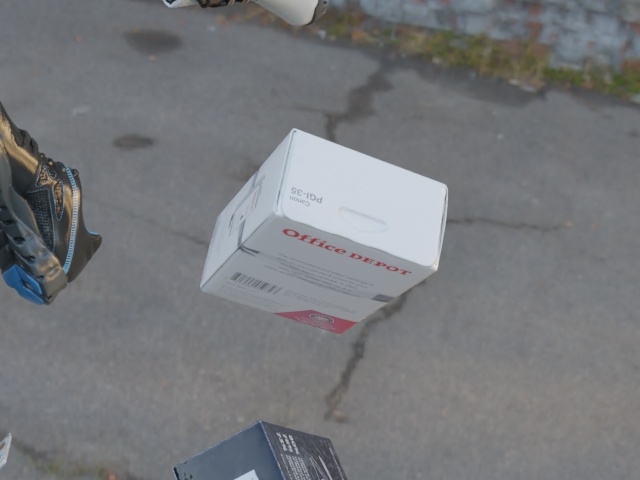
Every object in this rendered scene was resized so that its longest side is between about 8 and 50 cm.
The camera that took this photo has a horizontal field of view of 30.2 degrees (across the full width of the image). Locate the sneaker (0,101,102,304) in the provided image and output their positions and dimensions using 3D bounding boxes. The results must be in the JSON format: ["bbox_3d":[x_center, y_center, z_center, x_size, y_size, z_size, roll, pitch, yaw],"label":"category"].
[{"bbox_3d":[-0.405,-0.083,1.588,0.125,0.341,0.139,13,42,36],"label":"sneaker"}]

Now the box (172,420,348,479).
[{"bbox_3d":[-0.039,0.282,1.209,0.108,0.207,0.153,-29,67,11],"label":"box"}]

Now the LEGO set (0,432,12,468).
[{"bbox_3d":[-0.401,0.341,1.337,0.060,0.182,0.244,41,4,-17],"label":"LEGO set"}]

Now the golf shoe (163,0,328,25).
[{"bbox_3d":[-0.073,-0.192,0.827,0.077,0.094,0.198,24,-8,42],"label":"golf shoe"}]

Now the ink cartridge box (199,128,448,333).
[{"bbox_3d":[0.000,0.000,1.436,0.207,0.283,0.117,19,64,-16],"label":"ink cartridge box"}]
